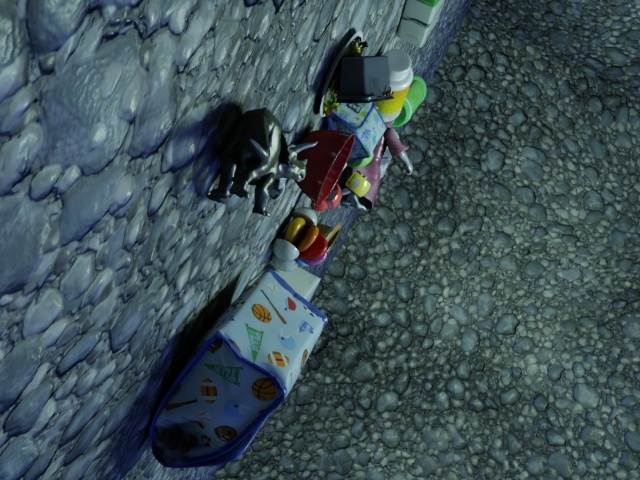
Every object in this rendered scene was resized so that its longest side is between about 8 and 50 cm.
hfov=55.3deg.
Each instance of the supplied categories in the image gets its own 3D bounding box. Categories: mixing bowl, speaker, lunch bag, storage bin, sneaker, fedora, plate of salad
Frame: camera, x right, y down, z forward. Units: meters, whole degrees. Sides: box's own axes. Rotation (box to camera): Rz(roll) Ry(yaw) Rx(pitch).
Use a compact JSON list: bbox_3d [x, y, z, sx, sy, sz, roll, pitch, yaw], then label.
[{"bbox_3d":[-0.006,-0.178,1.372,0.181,0.098,0.181,-61,173,-14],"label":"mixing bowl"},{"bbox_3d":[0.310,-0.529,2.286,0.296,0.131,0.131,-54,170,-52],"label":"speaker"},{"bbox_3d":[-0.194,0.312,1.387,0.385,0.239,0.328,-48,-179,25],"label":"lunch bag"},{"bbox_3d":[0.098,-0.336,1.267,0.135,0.098,0.091,-26,119,-50],"label":"storage bin"},{"bbox_3d":[-0.089,-0.125,1.274,0.083,0.031,0.037,-68,159,6],"label":"sneaker"},{"bbox_3d":[0.082,-0.291,1.501,0.096,0.151,0.129,-11,-144,41],"label":"lunch bag"},{"bbox_3d":[0.000,0.000,2.230,0.194,0.079,0.194,-54,171,-13],"label":"fedora"},{"bbox_3d":[0.054,-0.357,1.332,0.200,0.048,0.200,-60,173,-13],"label":"plate of salad"}]

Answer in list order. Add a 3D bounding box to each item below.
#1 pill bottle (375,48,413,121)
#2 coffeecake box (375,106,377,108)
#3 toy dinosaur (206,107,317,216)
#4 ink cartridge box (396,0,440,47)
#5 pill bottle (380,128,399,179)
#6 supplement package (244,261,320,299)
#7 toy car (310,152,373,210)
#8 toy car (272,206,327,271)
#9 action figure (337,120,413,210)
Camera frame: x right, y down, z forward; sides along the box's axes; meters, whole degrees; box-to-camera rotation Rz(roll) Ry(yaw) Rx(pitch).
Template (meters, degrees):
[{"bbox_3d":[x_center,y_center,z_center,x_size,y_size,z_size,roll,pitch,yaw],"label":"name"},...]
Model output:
[{"bbox_3d":[0.198,-0.449,1.768,0.117,0.117,0.215,-59,173,-24],"label":"pill bottle"},{"bbox_3d":[0.079,-0.292,1.699,0.185,0.068,0.142,-54,170,-50],"label":"coffeecake box"},{"bbox_3d":[-0.101,-0.131,0.905,0.313,0.120,0.160,56,50,-78],"label":"toy dinosaur"},{"bbox_3d":[0.304,-0.687,1.753,0.153,0.086,0.208,-60,172,-26],"label":"ink cartridge box"},{"bbox_3d":[0.188,-0.300,2.252,0.130,0.130,0.246,-55,171,-47],"label":"pill bottle"},{"bbox_3d":[-0.132,0.196,1.713,0.204,0.145,0.262,-65,174,20],"label":"supplement package"},{"bbox_3d":[0.091,-0.183,1.659,0.239,0.053,0.225,-26,149,-45],"label":"toy car"},{"bbox_3d":[-0.044,0.011,1.674,0.159,0.136,0.182,-60,173,-23],"label":"toy car"},{"bbox_3d":[0.140,-0.285,1.960,0.275,0.248,0.370,24,88,-49],"label":"action figure"}]
